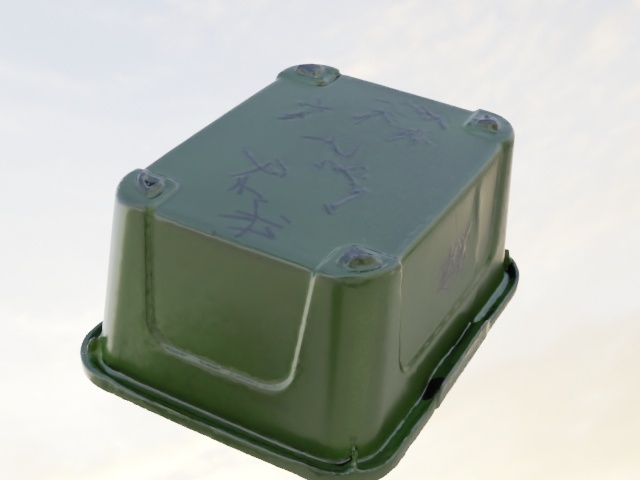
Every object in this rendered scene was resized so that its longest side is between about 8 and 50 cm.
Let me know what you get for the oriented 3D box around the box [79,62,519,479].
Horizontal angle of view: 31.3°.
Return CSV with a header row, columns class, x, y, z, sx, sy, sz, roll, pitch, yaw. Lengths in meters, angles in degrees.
class,x,y,z,sx,sy,sz,roll,pitch,yaw
box,0.000,0.000,0.859,0.329,0.253,0.177,-43,-36,-52
